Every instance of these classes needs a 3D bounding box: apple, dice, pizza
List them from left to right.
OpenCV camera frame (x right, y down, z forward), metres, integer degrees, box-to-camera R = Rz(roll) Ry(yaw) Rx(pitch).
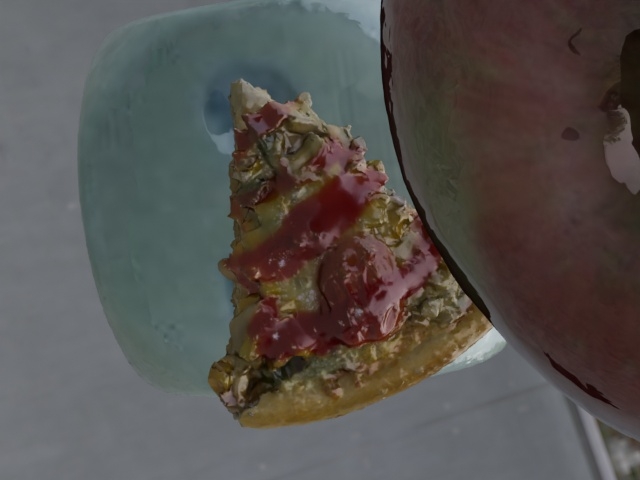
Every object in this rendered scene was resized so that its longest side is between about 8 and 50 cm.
[{"bbox_3d":[-0.006,-0.035,1.202,0.268,0.265,0.262,-16,99,-77],"label":"dice"},{"bbox_3d":[0.000,0.000,0.934,0.199,0.188,0.062,60,1,-8],"label":"pizza"},{"bbox_3d":[0.192,-0.071,0.612,0.345,0.269,0.344,23,-56,38],"label":"apple"}]
